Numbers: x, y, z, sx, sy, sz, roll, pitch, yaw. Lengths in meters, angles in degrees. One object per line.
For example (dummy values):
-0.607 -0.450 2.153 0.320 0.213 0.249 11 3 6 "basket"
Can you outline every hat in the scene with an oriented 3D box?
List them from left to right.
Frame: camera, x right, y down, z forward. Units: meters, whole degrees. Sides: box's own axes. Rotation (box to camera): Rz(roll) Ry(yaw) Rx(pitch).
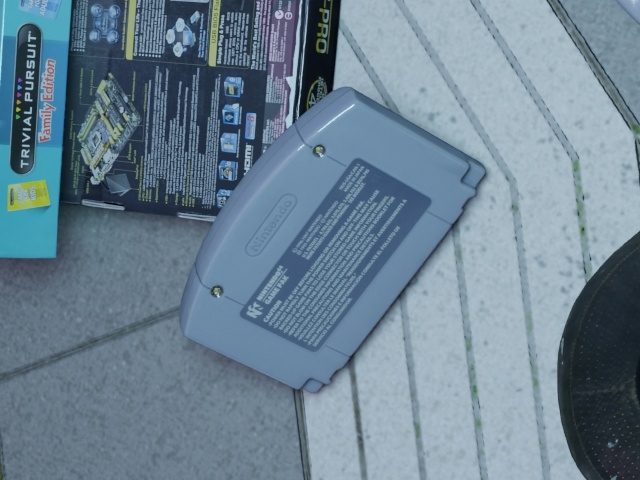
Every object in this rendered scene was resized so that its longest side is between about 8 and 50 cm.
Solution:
0.370 0.113 1.447 0.331 0.134 0.331 0 88 7 "hat"

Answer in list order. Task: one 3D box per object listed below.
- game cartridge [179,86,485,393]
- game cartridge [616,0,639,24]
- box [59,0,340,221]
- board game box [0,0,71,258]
0.000 0.000 1.592 0.198 0.062 0.297 30 109 -23 "game cartridge"
0.362 -0.370 1.443 0.355 0.068 0.230 -44 85 20 "game cartridge"
-0.139 -0.220 1.689 0.318 0.097 0.395 6 95 22 "box"
-0.354 -0.161 1.732 0.253 0.079 0.336 11 98 57 "board game box"
